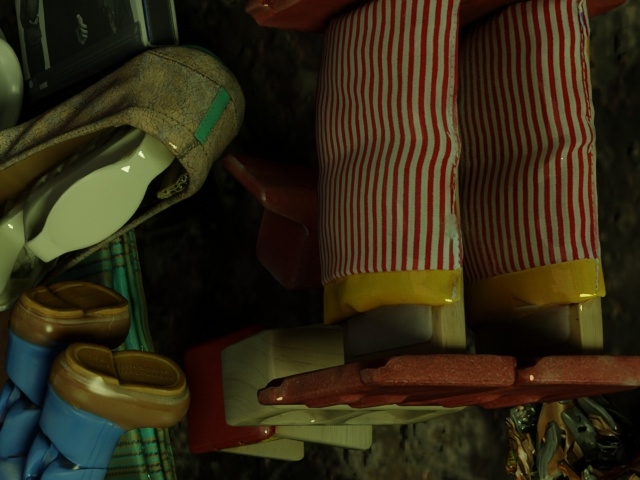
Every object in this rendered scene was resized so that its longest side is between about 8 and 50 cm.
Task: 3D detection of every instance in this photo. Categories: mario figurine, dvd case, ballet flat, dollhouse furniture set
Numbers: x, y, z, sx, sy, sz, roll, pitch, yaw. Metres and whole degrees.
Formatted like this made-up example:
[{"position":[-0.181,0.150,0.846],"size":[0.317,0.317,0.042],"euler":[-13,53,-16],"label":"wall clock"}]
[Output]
[{"position":[-0.163,0.189,1.179],"size":[0.170,0.198,0.321],"euler":[22,112,-4],"label":"mario figurine"},{"position":[-0.159,-0.221,1.225],"size":[0.179,0.029,0.239],"euler":[-14,82,57],"label":"dvd case"},{"position":[-0.181,-0.018,1.177],"size":[0.316,0.107,0.106],"euler":[-32,30,33],"label":"ballet flat"},{"position":[0.000,0.000,0.984],"size":[0.374,0.152,0.201],"euler":[-22,69,59],"label":"dollhouse furniture set"}]

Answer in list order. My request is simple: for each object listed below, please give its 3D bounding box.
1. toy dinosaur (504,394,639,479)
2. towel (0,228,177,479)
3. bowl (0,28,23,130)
[{"position":[0.224,0.161,0.907],"size":[0.322,0.164,0.218],"euler":[32,128,15],"label":"toy dinosaur"},{"position":[-0.208,0.134,1.306],"size":[0.271,0.040,0.370],"euler":[-15,82,38],"label":"towel"},{"position":[-0.251,-0.100,1.262],"size":[0.080,0.170,0.170],"euler":[5,95,26],"label":"bowl"}]
